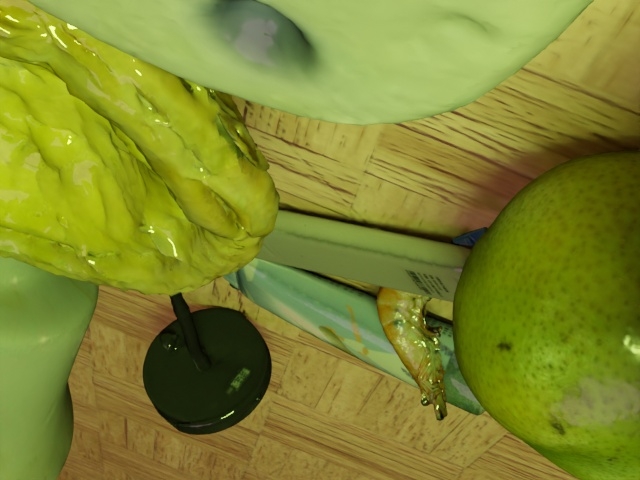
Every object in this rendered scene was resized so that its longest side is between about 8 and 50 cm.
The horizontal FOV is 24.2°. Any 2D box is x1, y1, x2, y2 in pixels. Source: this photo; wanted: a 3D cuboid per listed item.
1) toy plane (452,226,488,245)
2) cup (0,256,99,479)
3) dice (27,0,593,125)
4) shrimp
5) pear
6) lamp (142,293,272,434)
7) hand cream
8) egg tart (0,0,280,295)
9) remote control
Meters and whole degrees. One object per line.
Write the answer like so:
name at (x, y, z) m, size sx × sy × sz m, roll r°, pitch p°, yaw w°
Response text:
toy plane at (0.156, 0.037, 0.894) m, size 0.167 × 0.062 × 0.054 m, roll 38°, pitch 157°, yaw -13°
cup at (-0.284, 0.010, 0.987) m, size 0.347 × 0.163 × 0.347 m, roll 30°, pitch -157°, yaw -14°
dice at (-0.003, -0.154, 0.369) m, size 0.192 × 0.194 × 0.193 m, roll 26°, pitch 158°, yaw -14°
shrimp at (0.086, 0.073, 1.031) m, size 0.091 × 0.025 × 0.127 m, roll 1°, pitch 121°, yaw 24°
pear at (0.171, 0.048, 0.735) m, size 0.216 × 0.166 × 0.180 m, roll 21°, pitch 151°, yaw 46°
lamp at (-0.085, 0.051, 1.098) m, size 0.108 × 0.130 × 0.371 m, roll 28°, pitch 157°, yaw 7°
hand cream at (0.038, 0.063, 1.104) m, size 0.256 × 0.055 × 0.088 m, roll 25°, pitch 163°, yaw 11°
egg tart at (-0.168, -0.098, 0.765) m, size 0.345 × 0.132 × 0.345 m, roll 19°, pitch 161°, yaw 7°
remote control at (0.000, 0.000, 1.007) m, size 0.261 × 0.029 × 0.067 m, roll 12°, pitch 160°, yaw 31°
